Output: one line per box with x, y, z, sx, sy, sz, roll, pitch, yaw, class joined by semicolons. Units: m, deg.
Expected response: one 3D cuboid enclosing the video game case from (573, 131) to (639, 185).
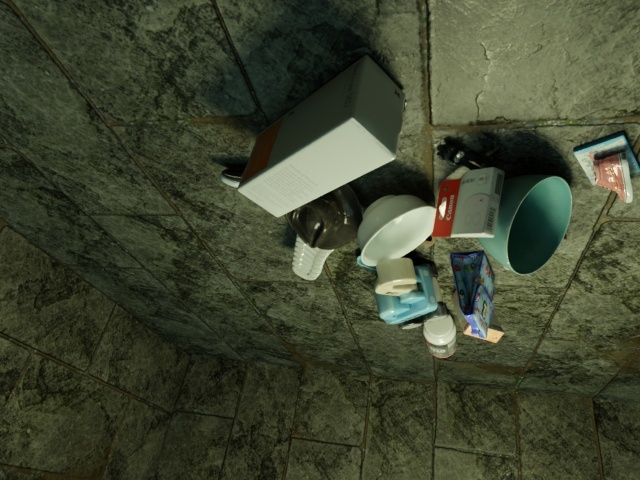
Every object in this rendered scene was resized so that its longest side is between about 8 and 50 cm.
0.779;-0.217;1.243;0.119;0.015;0.166;-19;138;40;video game case

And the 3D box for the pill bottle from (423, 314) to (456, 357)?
0.600;0.468;2.294;0.161;0.161;0.283;-1;147;19;pill bottle

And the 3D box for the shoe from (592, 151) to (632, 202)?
0.799;-0.164;1.252;0.081;0.063;0.178;-10;138;33;shoe

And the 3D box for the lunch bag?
0.588;0.225;1.765;0.138;0.293;0.221;-7;145;29;lunch bag

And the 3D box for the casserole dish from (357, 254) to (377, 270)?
0.242;0.085;1.895;0.188;0.037;0.114;18;148;-14;casserole dish

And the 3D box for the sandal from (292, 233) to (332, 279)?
-0.014;-0.008;1.766;0.169;0.102;0.416;29;134;-2;sandal

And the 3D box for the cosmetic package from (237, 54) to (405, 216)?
-0.009;-0.254;1.217;0.161;0.230;0.453;35;142;-31;cosmetic package

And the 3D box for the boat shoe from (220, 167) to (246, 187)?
-0.217;-0.216;1.511;0.228;0.080;0.076;13;132;3;boat shoe

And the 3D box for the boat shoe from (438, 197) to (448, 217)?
0.458;-0.092;1.489;0.219;0.070;0.078;25;128;-31;boat shoe

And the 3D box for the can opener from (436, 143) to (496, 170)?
0.428;-0.228;1.311;0.186;0.073;0.059;16;110;-14;can opener

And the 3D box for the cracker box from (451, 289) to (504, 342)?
0.665;0.316;1.951;0.156;0.232;0.067;18;121;-11;cracker box

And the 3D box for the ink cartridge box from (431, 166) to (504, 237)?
0.404;-0.102;1.315;0.066;0.189;0.232;17;171;-35;ink cartridge box

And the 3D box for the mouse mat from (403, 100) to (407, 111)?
0.143;-0.332;1.265;0.153;0.007;0.189;11;149;0;mouse mat

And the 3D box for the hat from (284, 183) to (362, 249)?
-0.013;-0.066;1.553;0.331;0.134;0.331;12;132;13;hat

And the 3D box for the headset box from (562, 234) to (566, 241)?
0.790;-0.013;1.560;0.083;0.032;0.062;22;147;-16;headset box

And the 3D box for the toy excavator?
0.303;0.197;1.749;0.445;0.222;0.433;5;155;-34;toy excavator

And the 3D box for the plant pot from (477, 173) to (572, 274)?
0.565;-0.068;1.353;0.290;0.290;0.195;39;176;-38;plant pot

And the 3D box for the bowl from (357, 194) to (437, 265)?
0.234;-0.056;1.515;0.298;0.134;0.298;-22;151;-13;bowl

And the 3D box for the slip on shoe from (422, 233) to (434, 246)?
0.396;-0.010;1.682;0.051;0.041;0.135;5;149;9;slip on shoe
